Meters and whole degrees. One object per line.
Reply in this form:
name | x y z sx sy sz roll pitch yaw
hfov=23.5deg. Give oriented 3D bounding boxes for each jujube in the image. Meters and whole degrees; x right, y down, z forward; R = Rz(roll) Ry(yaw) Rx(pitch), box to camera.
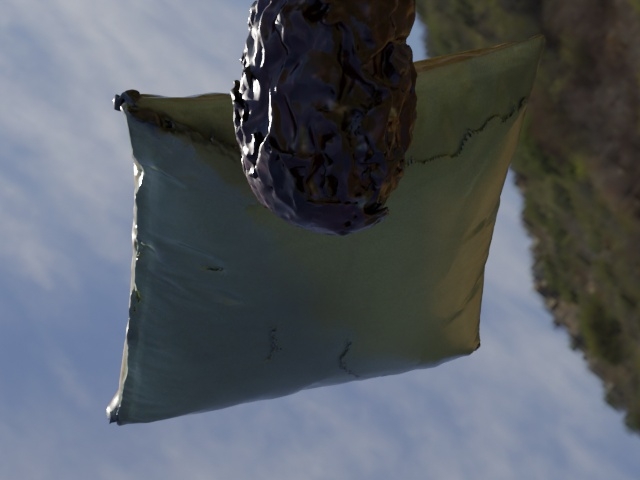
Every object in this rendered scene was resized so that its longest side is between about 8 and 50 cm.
jujube | 0.004 -0.084 0.779 0.104 0.166 0.104 4 -159 -2

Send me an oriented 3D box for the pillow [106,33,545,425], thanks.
pillow | 0.000 0.000 1.094 0.312 0.310 0.119 -10 -138 -19
